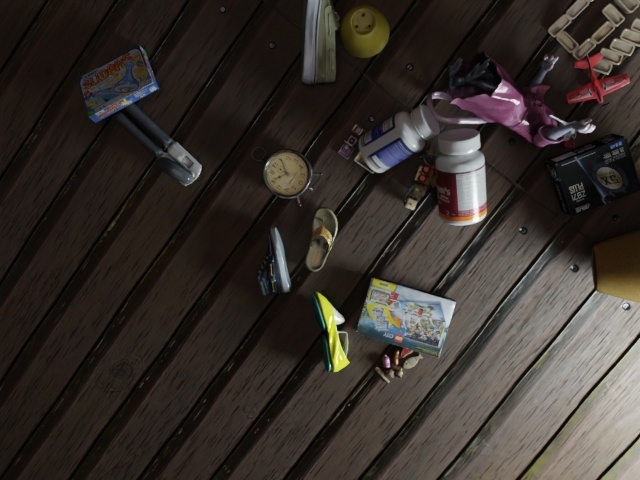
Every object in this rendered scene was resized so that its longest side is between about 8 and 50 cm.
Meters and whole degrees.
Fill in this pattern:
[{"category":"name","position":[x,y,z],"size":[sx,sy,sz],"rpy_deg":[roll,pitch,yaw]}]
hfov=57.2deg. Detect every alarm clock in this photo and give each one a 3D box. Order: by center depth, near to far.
[{"category":"alarm clock","position":[-0.102,-0.188,1.571],"size":[0.192,0.064,0.129],"rpy_deg":[35,97,0]}]

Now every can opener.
[{"category":"can opener","position":[-0.441,-0.261,1.583],"size":[0.283,0.095,0.076],"rpy_deg":[43,97,1]}]

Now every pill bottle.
[{"category":"pill bottle","position":[0.350,-0.159,1.466],"size":[0.121,0.121,0.221],"rpy_deg":[-8,116,6]},{"category":"pill bottle","position":[0.199,-0.258,1.478],"size":[0.187,0.112,0.112],"rpy_deg":[-27,92,35]}]

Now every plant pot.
[{"category":"plant pot","position":[0.808,0.064,1.436],"size":[0.254,0.237,0.237],"rpy_deg":[-4,94,19]},{"category":"plant pot","position":[0.111,-0.547,1.506],"size":[0.134,0.095,0.134],"rpy_deg":[0,95,5]}]

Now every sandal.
[{"category":"sandal","position":[0.000,0.000,1.583],"size":[0.072,0.049,0.180],"rpy_deg":[16,96,4]}]

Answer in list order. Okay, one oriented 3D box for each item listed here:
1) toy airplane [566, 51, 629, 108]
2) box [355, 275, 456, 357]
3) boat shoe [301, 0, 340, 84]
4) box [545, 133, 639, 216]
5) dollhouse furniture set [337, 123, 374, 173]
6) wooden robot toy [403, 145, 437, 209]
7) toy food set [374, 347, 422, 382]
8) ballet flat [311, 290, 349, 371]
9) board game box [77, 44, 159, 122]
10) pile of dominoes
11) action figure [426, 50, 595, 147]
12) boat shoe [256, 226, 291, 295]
[{"category":"toy airplane","position":[0.692,-0.407,1.489],"size":[0.151,0.028,0.151],"rpy_deg":[6,110,18]},{"category":"box","position":[0.227,0.204,1.579],"size":[0.233,0.044,0.159],"rpy_deg":[17,96,4]},{"category":"boat shoe","position":[0.002,-0.559,1.524],"size":[0.094,0.109,0.302],"rpy_deg":[2,104,-10]},{"category":"box","position":[0.683,-0.164,1.475],"size":[0.180,0.077,0.147],"rpy_deg":[-21,105,7]},{"category":"dollhouse furniture set","position":[0.112,-0.238,1.537],"size":[0.114,0.081,0.091],"rpy_deg":[35,97,2]},{"category":"wooden robot toy","position":[0.286,-0.156,1.536],"size":[0.079,0.076,0.173],"rpy_deg":[21,97,-7]},{"category":"toy food set","position":[0.210,0.333,1.603],"size":[0.122,0.019,0.078],"rpy_deg":[-43,89,7]},{"category":"ballet flat","position":[0.032,0.242,1.595],"size":[0.077,0.077,0.230],"rpy_deg":[-13,96,-15]},{"category":"board game box","position":[-0.549,-0.424,1.589],"size":[0.201,0.035,0.136],"rpy_deg":[-26,70,7]},{"category":"pile of dominoes","position":[0.735,-0.556,1.485],"size":[0.196,0.040,0.251],"rpy_deg":[46,105,-1]},{"category":"action figure","position":[0.485,-0.305,1.443],"size":[0.370,0.248,0.276],"rpy_deg":[27,134,-21]},{"category":"boat shoe","position":[-0.138,0.060,1.593],"size":[0.083,0.065,0.183],"rpy_deg":[-11,94,5]}]
